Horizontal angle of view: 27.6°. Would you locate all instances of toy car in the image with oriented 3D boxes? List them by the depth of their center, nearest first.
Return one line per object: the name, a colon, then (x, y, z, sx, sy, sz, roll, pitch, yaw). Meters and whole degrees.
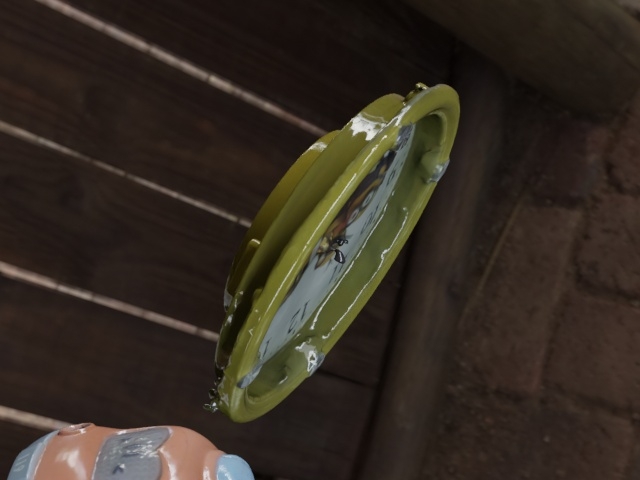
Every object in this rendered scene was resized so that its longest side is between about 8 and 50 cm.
toy car: (-0.133, 0.269, 1.074, 0.212, 0.271, 0.180, -22, 21, 10)

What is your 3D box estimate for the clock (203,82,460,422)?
clock: (0.000, 0.000, 0.774, 0.057, 0.237, 0.237, 33, 100, 13)
